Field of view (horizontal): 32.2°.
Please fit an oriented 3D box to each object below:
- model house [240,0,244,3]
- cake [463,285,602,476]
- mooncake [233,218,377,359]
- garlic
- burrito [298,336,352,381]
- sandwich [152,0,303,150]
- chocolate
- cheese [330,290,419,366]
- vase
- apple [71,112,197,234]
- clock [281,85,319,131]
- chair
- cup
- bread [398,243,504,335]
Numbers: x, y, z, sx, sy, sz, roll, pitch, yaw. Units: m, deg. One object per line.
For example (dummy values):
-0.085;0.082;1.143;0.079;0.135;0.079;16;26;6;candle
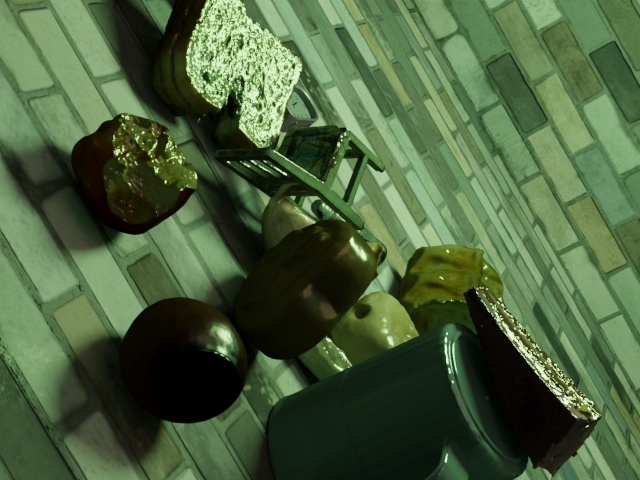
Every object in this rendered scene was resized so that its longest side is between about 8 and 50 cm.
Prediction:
-0.220;-0.508;2.085;0.229;0.122;0.188;15;58;-29;model house
0.305;0.188;1.622;0.116;0.112;0.295;18;42;-60;cake
-0.036;0.066;1.711;0.117;0.235;0.235;47;27;-23;mooncake
-0.013;0.005;1.886;0.245;0.164;0.145;34;36;-30;garlic
0.017;0.212;1.840;0.226;0.060;0.087;55;19;-12;burrito
-0.164;-0.290;1.923;0.273;0.095;0.249;42;53;-40;sandwich
-0.180;0.149;1.417;0.177;0.176;0.177;46;28;-32;chocolate
0.111;0.191;1.990;0.235;0.117;0.218;36;32;-51;cheese
0.051;-0.018;2.174;0.211;0.060;0.060;38;32;-41;vase
-0.259;-0.093;1.523;0.158;0.147;0.156;49;57;-3;apple
-0.066;-0.276;2.234;0.110;0.050;0.152;64;23;7;clock
-0.029;-0.137;1.888;0.270;0.136;0.147;38;64;-41;chair
0.105;0.288;1.617;0.331;0.311;0.257;5;59;-63;cup
0.272;0.135;2.287;0.238;0.196;0.252;51;22;-25;bread
